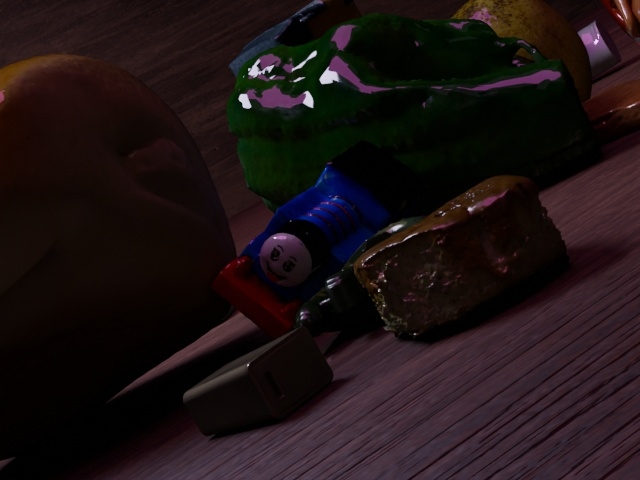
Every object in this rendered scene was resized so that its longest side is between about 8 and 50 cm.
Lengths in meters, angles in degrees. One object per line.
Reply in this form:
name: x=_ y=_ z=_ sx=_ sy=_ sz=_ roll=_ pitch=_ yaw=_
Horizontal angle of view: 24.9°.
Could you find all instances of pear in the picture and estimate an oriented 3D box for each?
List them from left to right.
pear: x=0.203 y=-0.186 z=1.636 sx=0.197 sy=0.197 sz=0.197 roll=-28 pitch=5 yaw=3

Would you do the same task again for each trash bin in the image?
trash bin: x=-0.046 y=0.098 z=0.983 sx=0.061 sy=0.043 sz=0.092 roll=-33 pitch=6 yaw=-41

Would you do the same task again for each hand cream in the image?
hand cream: x=0.276 y=-0.204 z=2.067 sx=0.312 sy=0.070 sz=0.111 roll=-30 pitch=7 yaw=22

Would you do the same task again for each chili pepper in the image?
chili pepper: x=0.079 y=-0.130 z=1.405 sx=0.385 sy=0.213 sz=0.167 roll=-7 pitch=-26 yaw=27

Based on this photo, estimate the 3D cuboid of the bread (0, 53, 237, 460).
bread: x=-0.272 y=0.015 z=1.302 sx=0.376 sy=0.253 sz=0.348 roll=-36 pitch=-38 yaw=24

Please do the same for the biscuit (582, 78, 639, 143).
biscuit: x=0.309 y=-0.139 z=1.448 sx=0.192 sy=0.036 sz=0.186 roll=-21 pitch=7 yaw=46

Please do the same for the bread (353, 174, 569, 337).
bread: x=0.089 y=0.013 z=0.963 sx=0.128 sy=0.069 sz=0.140 roll=-30 pitch=5 yaw=-9

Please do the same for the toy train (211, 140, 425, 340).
toy train: x=0.000 y=0.000 z=1.284 sx=0.131 sy=0.083 sz=0.204 roll=-56 pitch=-10 yaw=32

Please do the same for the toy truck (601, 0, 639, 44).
toy truck: x=0.449 y=-0.321 z=1.830 sx=0.189 sy=0.239 sz=0.265 roll=-26 pitch=-35 yaw=17

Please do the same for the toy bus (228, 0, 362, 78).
toy bus: x=0.022 y=-0.161 z=1.825 sx=0.167 sy=0.275 sz=0.138 roll=-34 pitch=8 yaw=-34

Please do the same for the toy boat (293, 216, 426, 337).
toy boat: x=0.045 y=0.026 z=1.145 sx=0.104 sy=0.052 sz=0.210 roll=-28 pitch=6 yaw=22

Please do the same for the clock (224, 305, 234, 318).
clock: x=-0.195 y=0.093 z=1.669 sx=0.197 sy=0.063 sz=0.150 roll=-27 pitch=5 yaw=11
